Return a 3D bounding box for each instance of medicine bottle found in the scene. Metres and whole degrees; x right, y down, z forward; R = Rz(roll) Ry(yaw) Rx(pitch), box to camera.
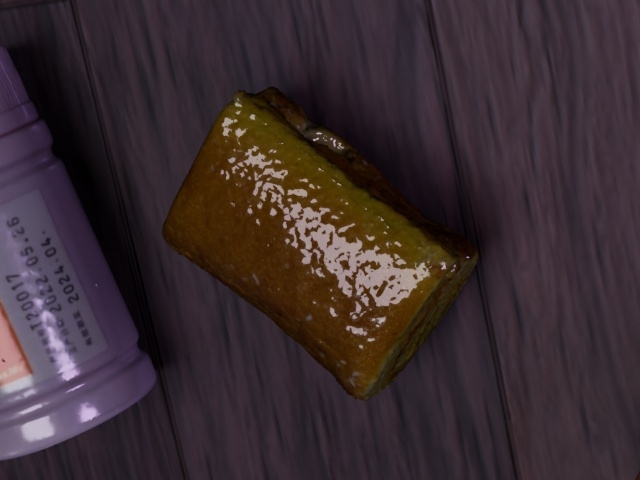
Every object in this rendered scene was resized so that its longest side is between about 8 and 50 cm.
[{"bbox_3d":[-0.214,0.008,1.240,0.133,0.133,0.249,-17,99,31],"label":"medicine bottle"}]

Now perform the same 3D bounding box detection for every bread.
[{"bbox_3d":[0.000,0.000,1.143,0.172,0.103,0.132,37,120,12],"label":"bread"}]

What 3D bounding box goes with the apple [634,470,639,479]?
[{"bbox_3d":[0.289,0.197,0.993,0.242,0.242,0.241,-21,100,31],"label":"apple"}]
